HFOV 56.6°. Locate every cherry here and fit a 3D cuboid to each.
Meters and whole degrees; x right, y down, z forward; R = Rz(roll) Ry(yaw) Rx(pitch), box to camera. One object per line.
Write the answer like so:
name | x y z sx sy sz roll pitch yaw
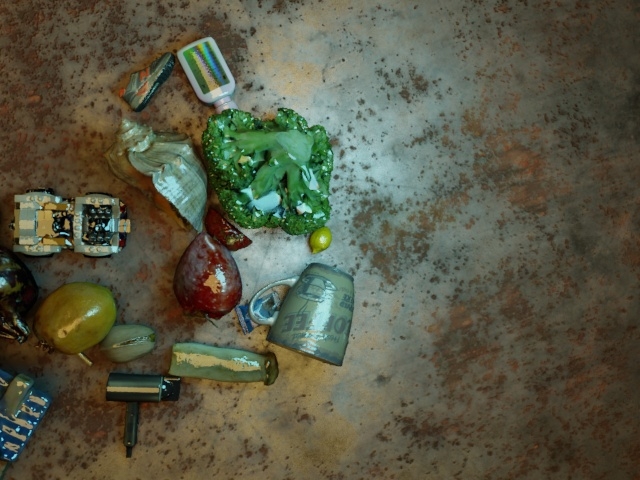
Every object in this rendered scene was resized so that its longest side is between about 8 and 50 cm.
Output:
cherry | -0.308 0.099 1.628 0.175 0.192 0.250 -11 99 -35

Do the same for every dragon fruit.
dragon fruit | -0.272 -0.019 1.675 0.162 0.106 0.083 45 85 -11

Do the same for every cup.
cup | -0.047 0.189 1.679 0.301 0.227 0.257 19 75 -5

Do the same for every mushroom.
mushroom | -0.273 0.353 1.698 0.312 0.081 0.100 8 87 -6

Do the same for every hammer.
hammer | -0.699 0.280 1.631 0.028 0.060 0.195 -46 102 -7

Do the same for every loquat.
loquat | -0.648 0.204 1.562 0.234 0.187 0.176 -41 104 -30

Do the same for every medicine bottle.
medicine bottle | -0.307 -0.450 1.673 0.115 0.078 0.219 -28 96 -11

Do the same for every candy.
candy | -0.174 0.212 1.734 0.136 0.038 0.088 -20 81 -16

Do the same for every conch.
conch | -0.396 -0.181 1.576 0.210 0.297 0.352 -49 122 -1

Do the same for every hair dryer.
hair dryer | -0.503 0.496 1.671 0.195 0.078 0.248 6 100 -11

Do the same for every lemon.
lemon | 0.000 0.000 1.745 0.065 0.065 0.092 27 77 -10

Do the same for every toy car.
toy car | -0.667 -0.047 1.599 0.301 0.118 0.193 2 88 -12

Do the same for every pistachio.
pistachio | -0.528 0.279 1.633 0.149 0.113 0.113 -15 94 -15

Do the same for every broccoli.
broccoli | -0.126 -0.195 1.607 0.310 0.321 0.413 -40 101 22

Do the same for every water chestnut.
water chestnut | -0.836 0.138 1.487 0.244 0.289 0.289 20 88 -26

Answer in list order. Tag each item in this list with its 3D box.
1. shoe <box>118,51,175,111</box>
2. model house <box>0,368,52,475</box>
shoe | -0.482 -0.452 1.647 0.077 0.074 0.194 35 87 -4
model house | -0.900 0.455 1.375 0.395 0.445 0.400 35 95 -11
